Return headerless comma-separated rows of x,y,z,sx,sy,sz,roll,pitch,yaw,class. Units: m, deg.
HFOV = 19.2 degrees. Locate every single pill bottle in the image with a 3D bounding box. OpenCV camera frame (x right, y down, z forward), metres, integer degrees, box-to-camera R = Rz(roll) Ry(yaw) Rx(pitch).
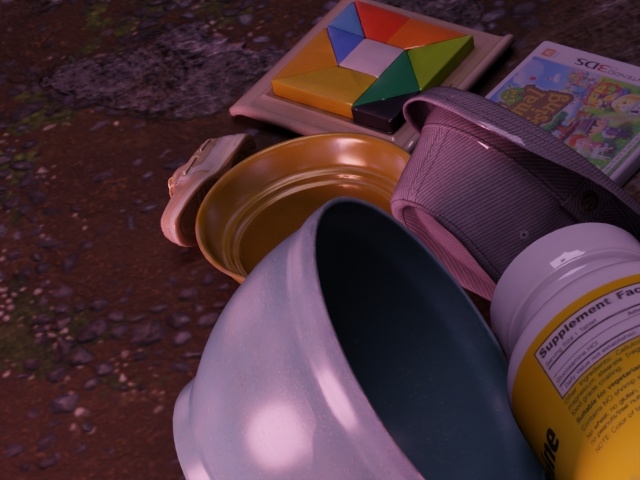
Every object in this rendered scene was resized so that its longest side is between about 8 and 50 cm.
0.255,0.137,1.421,0.187,0.188,0.334,-21,40,-7,pill bottle

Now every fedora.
0.163,-0.014,1.627,0.243,0.275,0.124,24,79,48,fedora

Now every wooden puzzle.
0.052,-0.180,1.986,0.238,0.044,0.221,17,49,34,wooden puzzle

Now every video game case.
0.240,-0.113,1.859,0.193,0.023,0.212,21,51,37,video game case

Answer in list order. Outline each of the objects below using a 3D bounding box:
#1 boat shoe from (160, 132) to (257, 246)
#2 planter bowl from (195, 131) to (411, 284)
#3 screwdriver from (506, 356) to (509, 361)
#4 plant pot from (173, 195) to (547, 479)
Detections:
-0.121,-0.050,1.879,0.059,0.063,0.170,4,33,26,boat shoe
0.000,0.000,1.751,0.217,0.090,0.217,-10,39,8,planter bowl
0.218,0.114,1.603,0.169,0.024,0.025,3,71,31,screwdriver
0.012,0.139,1.462,0.196,0.293,0.293,-32,33,22,plant pot
